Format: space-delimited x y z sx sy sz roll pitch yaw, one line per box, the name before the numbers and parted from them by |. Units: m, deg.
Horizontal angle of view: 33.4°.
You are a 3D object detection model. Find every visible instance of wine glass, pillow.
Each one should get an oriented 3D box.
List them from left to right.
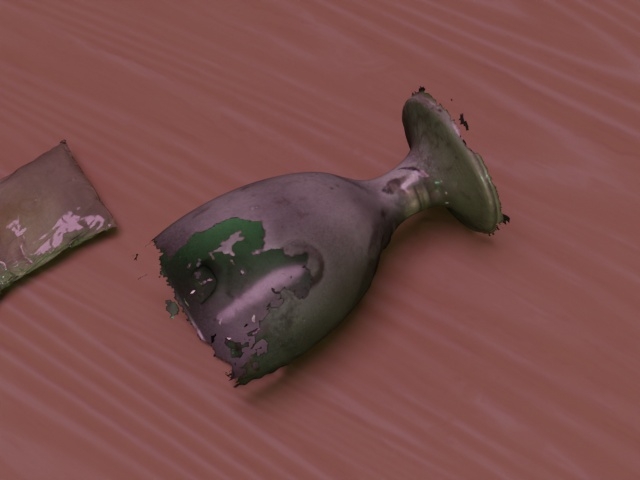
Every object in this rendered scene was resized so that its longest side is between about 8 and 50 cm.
pillow | -0.362 -0.010 1.235 0.230 0.050 0.148 -32 64 -14
wine glass | 0.002 0.000 1.098 0.357 0.190 0.190 -30 60 -13
